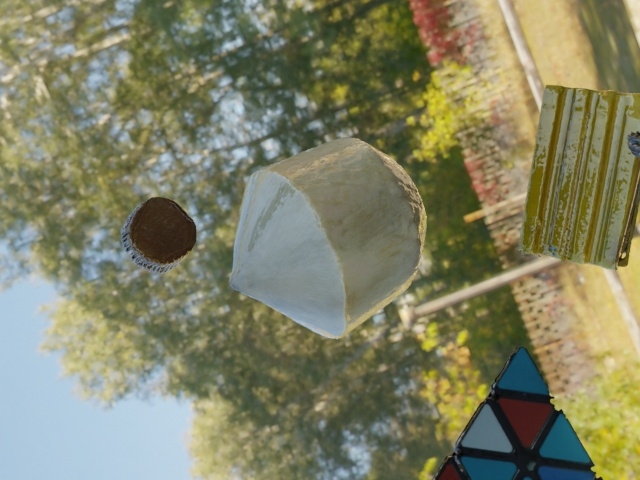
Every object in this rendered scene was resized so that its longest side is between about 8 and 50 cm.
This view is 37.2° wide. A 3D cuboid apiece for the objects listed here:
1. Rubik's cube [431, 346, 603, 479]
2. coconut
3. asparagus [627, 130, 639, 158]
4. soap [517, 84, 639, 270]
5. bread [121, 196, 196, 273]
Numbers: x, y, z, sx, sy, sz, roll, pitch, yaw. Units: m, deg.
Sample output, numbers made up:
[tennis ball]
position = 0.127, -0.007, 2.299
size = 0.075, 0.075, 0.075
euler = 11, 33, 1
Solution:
[Rubik's cube]
position = 0.272, 0.328, 1.188
size = 0.250, 0.234, 0.284
euler = -18, -52, -57
[coconut]
position = 0.000, 0.000, 1.478
size = 0.329, 0.328, 0.329
euler = -21, -90, -83
[asparagus]
position = 0.319, -0.019, 0.633
size = 0.024, 0.248, 0.025
euler = -36, -32, -48
[soap]
position = 0.493, -0.115, 1.752
size = 0.096, 0.204, 0.325
euler = -5, -74, -57
[bread]
position = -0.185, -0.005, 1.084
size = 0.085, 0.085, 0.053
euler = 69, 156, 6
